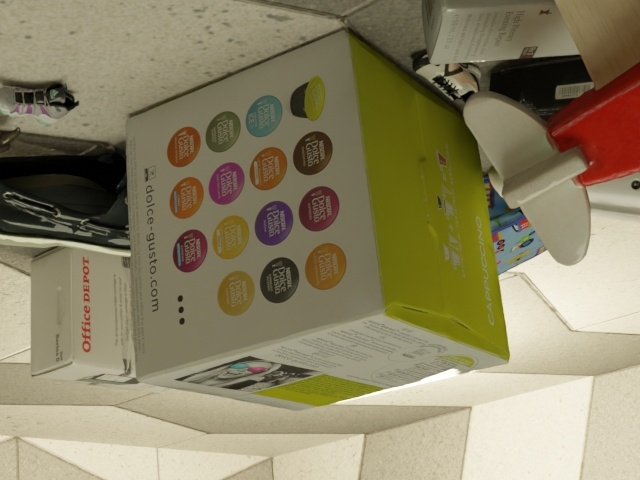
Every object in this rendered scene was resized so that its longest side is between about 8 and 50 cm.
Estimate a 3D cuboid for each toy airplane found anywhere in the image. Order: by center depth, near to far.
[{"bbox_3d":[0.331,-0.143,1.105,0.384,0.272,0.386,22,132,20],"label":"toy airplane"}]

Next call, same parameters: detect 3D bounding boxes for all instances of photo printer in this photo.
[{"bbox_3d":[0.371,-0.081,1.550,0.307,0.107,0.256,8,-176,9],"label":"photo printer"}]

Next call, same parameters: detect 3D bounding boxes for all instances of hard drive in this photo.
[{"bbox_3d":[0.403,-0.164,1.434,0.339,0.064,0.237,5,180,-27],"label":"hard drive"}]

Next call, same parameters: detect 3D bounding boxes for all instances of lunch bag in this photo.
[{"bbox_3d":[0.284,-0.022,1.847,0.293,0.138,0.221,-15,158,-3],"label":"lunch bag"}]

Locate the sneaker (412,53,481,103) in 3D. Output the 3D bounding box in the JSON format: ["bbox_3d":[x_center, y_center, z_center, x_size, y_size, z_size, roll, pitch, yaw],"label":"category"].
[{"bbox_3d":[0.153,-0.192,1.422,0.109,0.044,0.040,12,156,-38],"label":"sneaker"}]

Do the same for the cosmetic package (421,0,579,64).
[{"bbox_3d":[0.225,-0.247,1.228,0.231,0.085,0.117,-4,161,-3],"label":"cosmetic package"}]

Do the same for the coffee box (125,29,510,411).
[{"bbox_3d":[0.000,0.000,1.473,0.334,0.338,0.338,-17,157,28],"label":"coffee box"}]

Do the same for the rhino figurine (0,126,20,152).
[{"bbox_3d":[-0.472,-0.105,1.433,0.243,0.073,0.106,-10,163,7],"label":"rhino figurine"}]

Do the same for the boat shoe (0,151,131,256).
[{"bbox_3d":[-0.280,-0.062,1.552,0.340,0.127,0.113,5,135,-21],"label":"boat shoe"}]

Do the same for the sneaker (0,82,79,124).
[{"bbox_3d":[-0.318,-0.164,1.371,0.069,0.038,0.098,-20,166,31],"label":"sneaker"}]

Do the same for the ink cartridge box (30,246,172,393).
[{"bbox_3d":[-0.330,0.131,1.955,0.114,0.198,0.273,-20,156,37],"label":"ink cartridge box"}]
